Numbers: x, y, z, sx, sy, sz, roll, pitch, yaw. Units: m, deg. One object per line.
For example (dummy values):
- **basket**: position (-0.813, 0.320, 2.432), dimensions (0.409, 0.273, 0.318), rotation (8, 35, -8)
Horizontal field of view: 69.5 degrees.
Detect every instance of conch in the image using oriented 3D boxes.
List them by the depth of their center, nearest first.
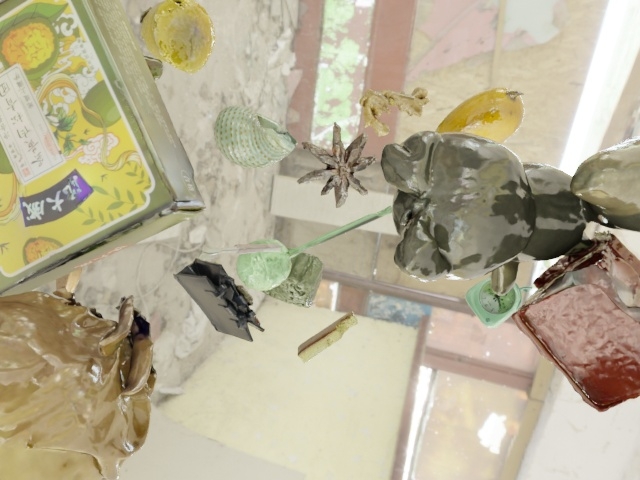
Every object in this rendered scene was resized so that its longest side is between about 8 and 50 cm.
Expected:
- **conch**: position (-0.159, -0.231, 1.091), dimensions (0.131, 0.200, 0.172), rotation (-54, 169, 14)

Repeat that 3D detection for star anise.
- **star anise**: position (0.032, -0.118, 0.733), dimensions (0.042, 0.141, 0.141), rotation (-132, -132, -66)

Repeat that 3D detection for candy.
- **candy**: position (0.000, 0.000, 1.127), dimensions (0.440, 0.119, 0.119), rotation (-23, 136, -25)

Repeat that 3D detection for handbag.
- **handbag**: position (-0.361, 0.212, 1.688), dimensions (0.122, 0.329, 0.303), rotation (-43, 114, -28)

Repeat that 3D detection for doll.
- **doll**: position (0.281, -0.077, 0.664), dimensions (0.378, 0.382, 0.252), rotation (-40, -121, 48)

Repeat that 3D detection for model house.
- **model house**: position (0.446, 0.102, 0.712), dimensions (0.254, 0.196, 0.160), rotation (-26, 161, -47)

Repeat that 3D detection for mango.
- **mango**: position (0.386, -0.277, 1.171), dimensions (0.317, 0.177, 0.119), rotation (-34, -119, 51)

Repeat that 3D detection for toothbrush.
- **toothbrush**: position (-0.117, 0.015, 0.709), dimensions (0.017, 0.014, 0.194), rotation (-57, 158, 19)

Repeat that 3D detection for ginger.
- **ginger**: position (0.204, -0.384, 1.302), dimensions (0.193, 0.176, 0.052), rotation (-63, -168, -11)

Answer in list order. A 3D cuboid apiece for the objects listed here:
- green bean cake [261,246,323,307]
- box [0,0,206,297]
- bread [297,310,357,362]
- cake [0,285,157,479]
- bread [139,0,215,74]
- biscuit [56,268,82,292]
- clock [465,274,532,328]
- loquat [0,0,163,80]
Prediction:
- **green bean cake**: position (-0.113, 0.110, 1.474), dimensions (0.222, 0.227, 0.125), rotation (96, 18, -63)
- **box**: position (-0.447, -0.164, 0.770), dimensions (0.138, 0.373, 0.420), rotation (-27, 94, -81)
- **bread**: position (0.026, 0.320, 1.536), dimensions (0.226, 0.049, 0.088), rotation (-35, -175, 6)
- **cake**: position (-0.375, 0.223, 0.643), dimensions (0.321, 0.332, 0.332), rotation (-32, 136, -46)
- **bread**: position (-0.388, -0.556, 1.252), dimensions (0.197, 0.170, 0.197), rotation (-21, 120, -42)
- **biscuit**: position (-0.675, 0.015, 1.270), dimensions (0.044, 0.202, 0.288), rotation (15, 87, -38)
- **clock**: position (0.629, 0.198, 1.614), dimensions (0.211, 0.159, 0.066), rotation (-40, 148, 22)
- **loquat**: position (-0.526, -0.384, 1.019), dimensions (0.359, 0.328, 0.328), rotation (-11, 119, -33)
